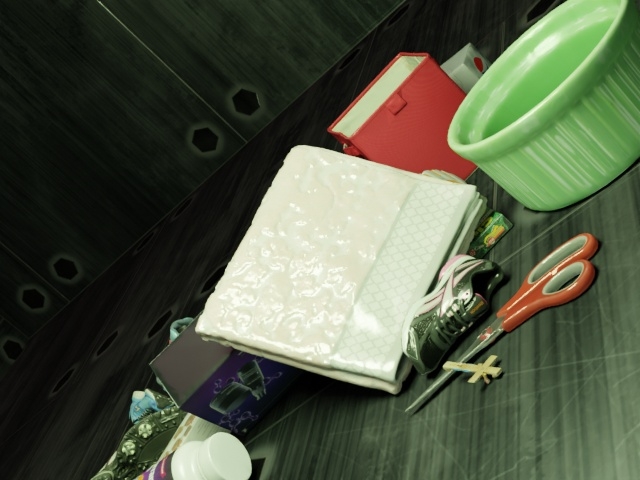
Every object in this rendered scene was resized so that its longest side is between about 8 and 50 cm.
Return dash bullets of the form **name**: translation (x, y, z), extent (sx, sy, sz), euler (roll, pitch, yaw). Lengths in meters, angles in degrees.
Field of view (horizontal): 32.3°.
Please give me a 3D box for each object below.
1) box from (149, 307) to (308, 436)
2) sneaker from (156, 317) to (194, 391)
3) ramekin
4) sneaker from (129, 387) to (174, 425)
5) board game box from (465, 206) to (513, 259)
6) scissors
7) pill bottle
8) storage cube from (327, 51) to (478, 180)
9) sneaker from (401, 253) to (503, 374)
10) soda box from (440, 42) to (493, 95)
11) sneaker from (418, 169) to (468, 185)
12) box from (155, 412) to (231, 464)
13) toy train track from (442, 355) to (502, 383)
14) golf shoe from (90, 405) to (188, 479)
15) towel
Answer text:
- **box**: translation (-0.096, 0.154, 1.667), extent (0.261, 0.184, 0.103), euler (-46, 56, 6)
- **sneaker**: translation (-0.239, 0.197, 2.086), extent (0.262, 0.125, 0.104), euler (-35, 18, 37)
- **ramekin**: translation (0.329, -0.181, 1.469), extent (0.303, 0.148, 0.303), euler (-43, 15, 15)
- **sneaker**: translation (-0.331, 0.333, 2.150), extent (0.162, 0.063, 0.073), euler (-26, 43, 63)
- **board game box**: translation (0.155, 0.051, 1.578), extent (0.259, 0.030, 0.136), euler (-46, 13, 2)
- **scissors**: translation (0.214, 0.099, 1.321), extent (0.297, 0.021, 0.109), euler (-41, 18, 23)
- **pill bottle**: translation (-0.191, 0.354, 1.584), extent (0.193, 0.108, 0.108), euler (-38, 17, 29)
- **storage cube**: translation (0.158, -0.181, 1.850), extent (0.215, 0.193, 0.183), euler (-46, 15, -1)
- **sneaker**: translation (0.168, 0.086, 1.383), extent (0.077, 0.072, 0.178), euler (-5, 48, 53)
- **soda box**: translation (0.201, -0.240, 2.081), extent (0.286, 0.091, 0.098), euler (-36, 18, 34)
- **sneaker**: translation (0.155, -0.032, 1.706), extent (0.215, 0.084, 0.083), euler (-44, -23, -36)
- **box**: translation (-0.174, 0.285, 1.801), extent (0.063, 0.067, 0.324), euler (-30, 23, 47)
- **toy train track**: translation (0.175, 0.151, 1.271), extent (0.048, 0.014, 0.083), euler (-41, 26, -31)
- **golf shoe**: translation (-0.307, 0.367, 1.888), extent (0.273, 0.105, 0.120), euler (-43, 8, 10)
- **towel**: translation (0.028, 0.027, 1.524), extent (0.317, 0.053, 0.332), euler (14, 61, 27)
